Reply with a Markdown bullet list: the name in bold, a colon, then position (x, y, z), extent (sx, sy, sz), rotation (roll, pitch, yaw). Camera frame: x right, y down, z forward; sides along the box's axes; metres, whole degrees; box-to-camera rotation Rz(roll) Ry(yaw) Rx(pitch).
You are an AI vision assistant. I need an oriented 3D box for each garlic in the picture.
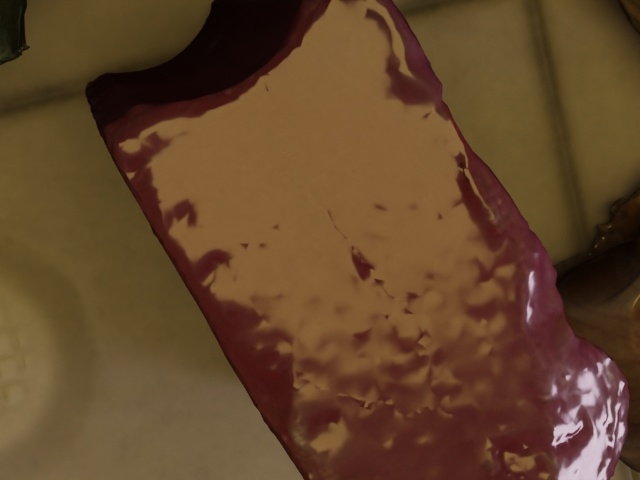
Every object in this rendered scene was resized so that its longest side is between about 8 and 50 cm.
- **garlic**: position (0.257, 0.028, 0.858), extent (0.207, 0.256, 0.207), rotation (20, 57, -34)

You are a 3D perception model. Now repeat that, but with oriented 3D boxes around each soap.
- **soap**: position (0.000, 0.000, 0.727), extent (0.128, 0.359, 0.233), rotation (-32, 102, -4)

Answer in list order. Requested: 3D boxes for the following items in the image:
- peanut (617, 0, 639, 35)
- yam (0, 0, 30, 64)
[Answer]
- **peanut**: position (0.214, -0.234, 0.843), extent (0.149, 0.149, 0.313), rotation (-7, 102, -7)
- **yam**: position (-0.253, -0.224, 0.713), extent (0.240, 0.241, 0.348), rotation (-1, 94, -8)
